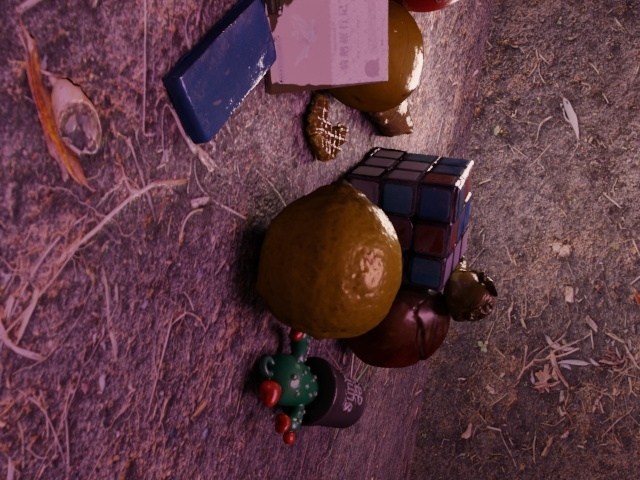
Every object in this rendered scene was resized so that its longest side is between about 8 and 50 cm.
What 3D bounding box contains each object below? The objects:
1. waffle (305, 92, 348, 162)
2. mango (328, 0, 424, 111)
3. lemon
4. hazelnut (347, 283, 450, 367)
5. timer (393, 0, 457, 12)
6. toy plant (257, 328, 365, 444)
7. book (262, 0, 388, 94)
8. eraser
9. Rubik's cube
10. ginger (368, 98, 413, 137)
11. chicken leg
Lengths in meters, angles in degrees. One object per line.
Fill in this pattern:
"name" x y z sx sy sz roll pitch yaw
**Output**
"waffle" 0.012 -0.298 1.547 0.148 0.051 0.194 -68 149 -28
"mango" 0.130 -0.497 1.526 0.445 0.221 0.301 3 108 -62
"lemon" 0.023 0.048 1.349 0.350 0.350 0.386 0 103 -66
"hazelnut" 0.263 0.274 1.983 0.315 0.373 0.372 64 15 19
"timer" 0.281 -0.813 1.551 0.279 0.378 0.377 47 55 -65
"toy plant" -0.040 0.383 1.533 0.400 0.185 0.279 35 76 -46
"book" 0.019 -0.454 1.308 0.311 0.021 0.216 -13 117 -23
"eraser" -0.177 -0.334 1.107 0.311 0.043 0.144 -61 148 -36
"Rubik's cube" 0.292 -0.080 1.882 0.362 0.364 0.358 -42 140 -61
"ginger" 0.234 -0.428 1.919 0.354 0.127 0.189 48 45 -64
"chicken leg" 0.481 0.144 1.930 0.429 0.153 0.201 -73 164 -72
